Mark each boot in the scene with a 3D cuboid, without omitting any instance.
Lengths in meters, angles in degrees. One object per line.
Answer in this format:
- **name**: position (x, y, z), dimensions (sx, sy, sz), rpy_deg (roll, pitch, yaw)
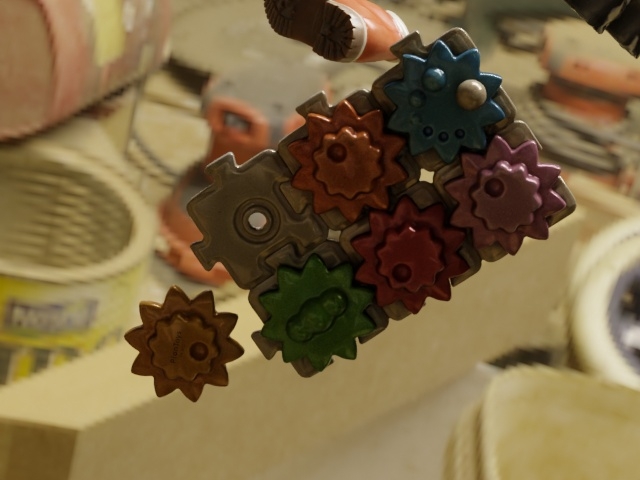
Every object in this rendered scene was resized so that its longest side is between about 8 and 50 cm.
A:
- **boot**: position (0.013, -0.195, 1.583), dimensions (0.084, 0.059, 0.158), rpy_deg (0, 30, -39)

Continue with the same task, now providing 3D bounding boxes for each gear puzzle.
- **gear puzzle**: position (0.000, 0.000, 1.285), dimensions (0.175, 0.339, 0.044), rpy_deg (56, 8, -9)

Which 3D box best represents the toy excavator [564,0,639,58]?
- **toy excavator**: position (0.240, -0.455, 2.021), dimensions (0.445, 0.222, 0.433), rpy_deg (49, 14, 22)
